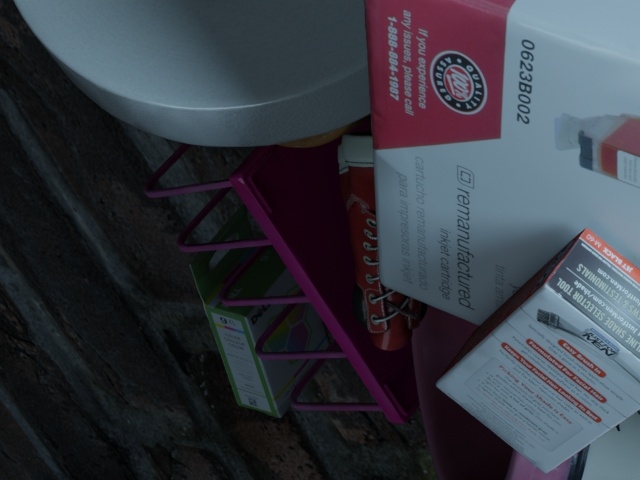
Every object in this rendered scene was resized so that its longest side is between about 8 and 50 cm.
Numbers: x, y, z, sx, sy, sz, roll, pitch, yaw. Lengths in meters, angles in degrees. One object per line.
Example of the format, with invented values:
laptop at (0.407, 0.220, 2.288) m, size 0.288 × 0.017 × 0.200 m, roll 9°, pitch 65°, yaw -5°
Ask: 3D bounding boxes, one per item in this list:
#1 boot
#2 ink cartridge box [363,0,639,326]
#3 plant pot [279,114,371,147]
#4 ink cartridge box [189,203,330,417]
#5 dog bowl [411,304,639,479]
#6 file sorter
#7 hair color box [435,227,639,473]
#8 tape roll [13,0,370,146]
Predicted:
boot at (0.062, -0.001, 1.455) m, size 0.088 × 0.176 × 0.244 m, roll -4°, pitch 177°, yaw -4°
ink cartridge box at (0.231, -0.042, 1.065) m, size 0.385 × 0.160 × 0.279 m, roll 22°, pitch 142°, yaw 23°
plant pot at (-0.003, -0.215, 1.502) m, size 0.291 × 0.203 × 0.291 m, roll 25°, pitch 142°, yaw 22°
ink cartridge box at (-0.062, 0.077, 1.958) m, size 0.062 × 0.109 × 0.209 m, roll 13°, pitch 136°, yaw 33°
dog bowl at (0.181, 0.057, 1.456) m, size 0.150 × 0.408 × 0.408 m, roll -3°, pitch 143°, yaw -12°
file sorter at (0.000, 0.000, 1.737) m, size 0.182 × 0.202 × 0.290 m, roll -6°, pitch 125°, yaw 48°
hair color box at (0.145, 0.069, 1.085) m, size 0.093 × 0.053 × 0.167 m, roll 39°, pitch 151°, yaw 0°
tape roll at (-0.051, -0.255, 1.349) m, size 0.392 × 0.392 × 0.072 m, roll 24°, pitch 166°, yaw 22°
